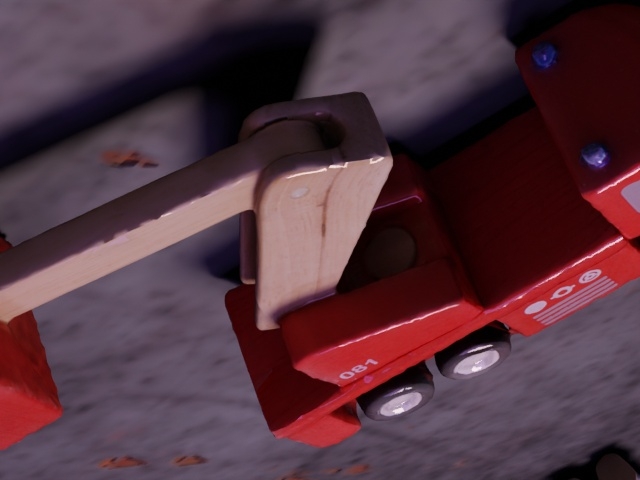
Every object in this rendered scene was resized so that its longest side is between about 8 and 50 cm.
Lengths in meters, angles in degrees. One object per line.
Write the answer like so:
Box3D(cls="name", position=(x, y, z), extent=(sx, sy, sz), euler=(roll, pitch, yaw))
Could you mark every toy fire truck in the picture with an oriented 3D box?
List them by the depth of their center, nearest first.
Box3D(cls="toy fire truck", position=(0.000, 0.000, 0.370), extent=(0.192, 0.047, 0.135), euler=(-31, 152, 18))

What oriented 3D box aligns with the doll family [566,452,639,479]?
Box3D(cls="doll family", position=(0.107, 0.169, 0.757), extent=(0.193, 0.076, 0.111), euler=(-27, 136, 23))
